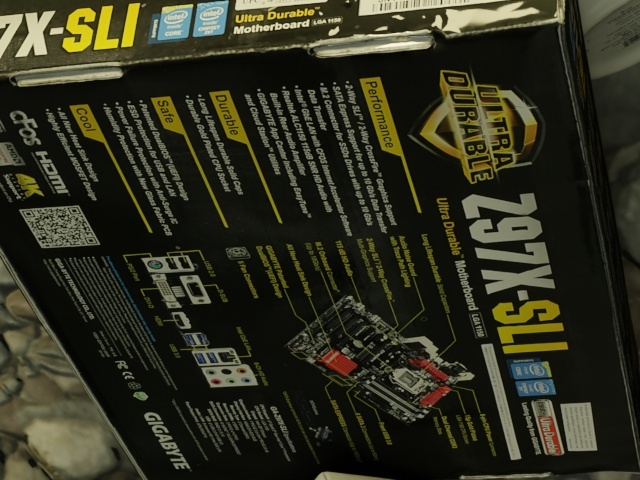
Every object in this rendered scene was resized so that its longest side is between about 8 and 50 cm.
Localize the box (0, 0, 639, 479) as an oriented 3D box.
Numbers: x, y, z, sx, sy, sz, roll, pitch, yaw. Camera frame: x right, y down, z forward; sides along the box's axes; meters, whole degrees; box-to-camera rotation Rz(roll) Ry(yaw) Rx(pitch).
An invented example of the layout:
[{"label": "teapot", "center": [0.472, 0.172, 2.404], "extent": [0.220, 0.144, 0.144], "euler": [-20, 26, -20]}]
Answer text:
[{"label": "box", "center": [0.000, 0.000, 0.758], "extent": [0.257, 0.079, 0.322], "euler": [-6, 142, 13]}]

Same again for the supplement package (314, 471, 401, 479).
[{"label": "supplement package", "center": [0.055, 0.249, 0.799], "extent": [0.134, 0.244, 0.139], "euler": [13, 128, -41]}]

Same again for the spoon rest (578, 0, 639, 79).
[{"label": "spoon rest", "center": [0.171, -0.153, 0.727], "extent": [0.276, 0.137, 0.084], "euler": [-29, 70, 11]}]
